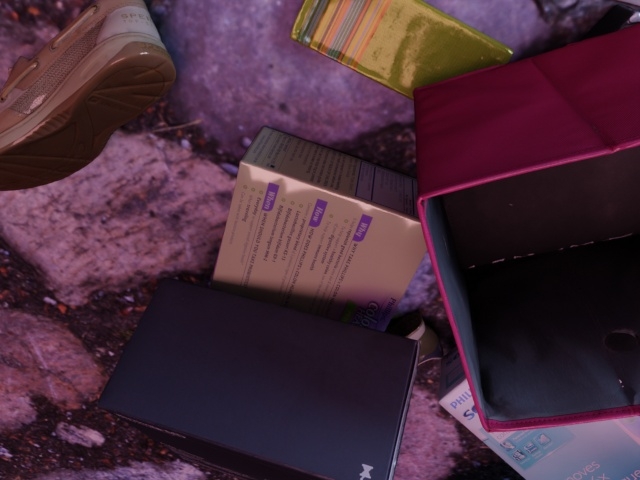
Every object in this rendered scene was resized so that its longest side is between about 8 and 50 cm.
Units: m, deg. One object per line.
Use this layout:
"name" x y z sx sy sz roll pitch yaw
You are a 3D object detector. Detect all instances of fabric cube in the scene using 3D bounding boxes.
"fabric cube" 0.238 -0.022 0.471 0.259 0.258 0.254 -14 118 17

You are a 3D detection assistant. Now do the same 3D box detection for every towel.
"towel" 0.090 -0.222 0.580 0.237 0.021 0.102 24 123 -7

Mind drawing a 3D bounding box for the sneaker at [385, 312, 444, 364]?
"sneaker" 0.110 0.196 0.817 0.192 0.064 0.086 -37 110 27

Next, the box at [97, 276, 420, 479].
"box" -0.056 0.232 0.706 0.343 0.179 0.313 12 150 12

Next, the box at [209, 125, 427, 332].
"box" 0.000 0.000 0.679 0.242 0.117 0.214 18 123 -2

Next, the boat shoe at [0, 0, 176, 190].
"boat shoe" -0.324 -0.170 0.635 0.341 0.121 0.110 -27 78 20

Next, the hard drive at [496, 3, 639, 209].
"hard drive" 0.375 -0.070 0.610 0.339 0.064 0.237 35 121 -15

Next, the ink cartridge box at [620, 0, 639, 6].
"ink cartridge box" 0.275 -0.346 0.432 0.296 0.066 0.261 14 155 -1

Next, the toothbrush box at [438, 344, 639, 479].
"toothbrush box" 0.346 0.225 0.711 0.295 0.126 0.216 43 112 0
